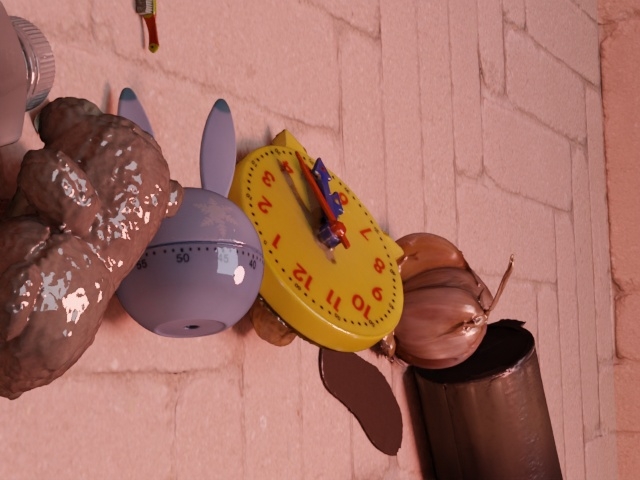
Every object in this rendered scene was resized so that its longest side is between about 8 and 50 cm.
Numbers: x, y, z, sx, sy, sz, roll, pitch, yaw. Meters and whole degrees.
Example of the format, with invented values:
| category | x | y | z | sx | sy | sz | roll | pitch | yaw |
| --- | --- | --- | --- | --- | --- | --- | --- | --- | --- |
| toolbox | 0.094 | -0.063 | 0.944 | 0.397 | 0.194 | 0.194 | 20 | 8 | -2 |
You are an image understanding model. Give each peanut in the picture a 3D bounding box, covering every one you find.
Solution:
| category | x | y | z | sx | sy | sz | roll | pitch | yaw |
| --- | --- | --- | --- | --- | --- | --- | --- | --- | --- |
| peanut | -0.047 | 0.060 | 1.852 | 0.174 | 0.080 | 0.080 | -75 | 151 | -46 |

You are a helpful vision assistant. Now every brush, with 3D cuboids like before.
| category | x | y | z | sx | sy | sz | roll | pitch | yaw |
| --- | --- | --- | --- | --- | --- | --- | --- | --- | --- |
| brush | -0.188 | -0.245 | 1.638 | 0.021 | 0.019 | 0.083 | -6 | 92 | -57 |

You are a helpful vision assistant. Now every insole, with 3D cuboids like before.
| category | x | y | z | sx | sy | sz | roll | pitch | yaw |
| --- | --- | --- | --- | --- | --- | --- | --- | --- | --- |
| insole | 0.063 | 0.222 | 2.161 | 0.328 | 0.007 | 0.111 | 50 | 41 | -54 |

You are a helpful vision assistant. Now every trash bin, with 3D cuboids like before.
| category | x | y | z | sx | sy | sz | roll | pitch | yaw |
| --- | --- | --- | --- | --- | --- | --- | --- | --- | --- |
| trash bin | 0.266 | 0.306 | 2.371 | 0.252 | 0.203 | 0.301 | -32 | 116 | -44 |

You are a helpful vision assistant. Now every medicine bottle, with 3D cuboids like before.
| category | x | y | z | sx | sy | sz | roll | pitch | yaw |
| --- | --- | --- | --- | --- | --- | --- | --- | --- | --- |
| medicine bottle | -0.307 | -0.136 | 1.259 | 0.188 | 0.088 | 0.132 | -30 | 115 | -64 |

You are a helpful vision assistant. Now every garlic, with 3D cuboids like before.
| category | x | y | z | sx | sy | sz | roll | pitch | yaw |
| --- | --- | --- | --- | --- | --- | --- | --- | --- | --- |
| garlic | 0.164 | 0.090 | 2.188 | 0.207 | 0.256 | 0.207 | 7 | 72 | -22 |

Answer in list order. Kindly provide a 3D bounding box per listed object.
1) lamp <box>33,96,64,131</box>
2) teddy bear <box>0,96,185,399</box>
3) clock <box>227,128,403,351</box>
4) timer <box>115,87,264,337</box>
| category | x | y | z | sx | sy | sz | roll | pitch | yaw |
| --- | --- | --- | --- | --- | --- | --- | --- | --- | --- |
| lamp | -0.240 | -0.088 | 1.481 | 0.054 | 0.041 | 0.121 | -74 | 147 | -55 |
| teddy bear | -0.234 | 0.008 | 1.320 | 0.267 | 0.151 | 0.236 | -57 | 171 | -30 |
| clock | 0.003 | -0.001 | 1.826 | 0.277 | 0.071 | 0.293 | 42 | 33 | -17 |
| timer | -0.151 | -0.014 | 1.568 | 0.175 | 0.175 | 0.255 | 52 | 14 | -52 |
